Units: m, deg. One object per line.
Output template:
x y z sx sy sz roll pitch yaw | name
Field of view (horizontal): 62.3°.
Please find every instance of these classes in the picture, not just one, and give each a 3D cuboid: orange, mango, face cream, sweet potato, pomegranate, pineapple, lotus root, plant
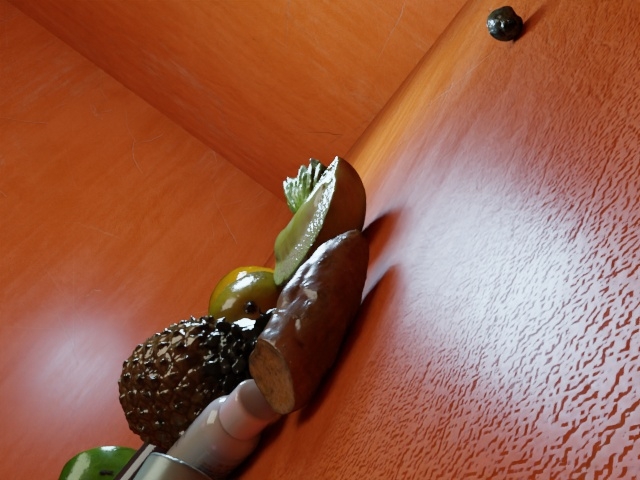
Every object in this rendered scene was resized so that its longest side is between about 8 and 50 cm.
-0.213 0.204 1.583 0.310 0.274 0.274 -3 44 42 | orange
-0.143 0.152 1.070 0.195 0.142 0.331 -50 3 -9 | mango
-0.140 0.266 0.675 0.269 0.082 0.082 -51 7 31 | face cream
-0.003 0.076 0.611 0.252 0.097 0.097 -60 8 -34 | sweet potato
-0.398 0.515 1.052 0.159 0.240 0.190 -114 27 -43 | pomegranate
-0.152 0.181 0.774 0.362 0.202 0.202 -39 15 42 | pineapple
0.291 -0.342 0.838 0.049 0.054 0.099 -40 12 27 | lotus root
-0.007 -0.052 1.487 0.251 0.180 0.334 -35 48 52 | plant

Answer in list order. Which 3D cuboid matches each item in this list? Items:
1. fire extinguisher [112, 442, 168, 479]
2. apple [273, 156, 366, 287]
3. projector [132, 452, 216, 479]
-0.304 0.434 0.951 0.341 0.105 0.142 -50 -19 -31 | fire extinguisher
0.000 0.000 0.929 0.265 0.119 0.193 -52 18 46 | apple
-0.217 0.383 0.506 0.108 0.108 0.338 -47 9 52 | projector
